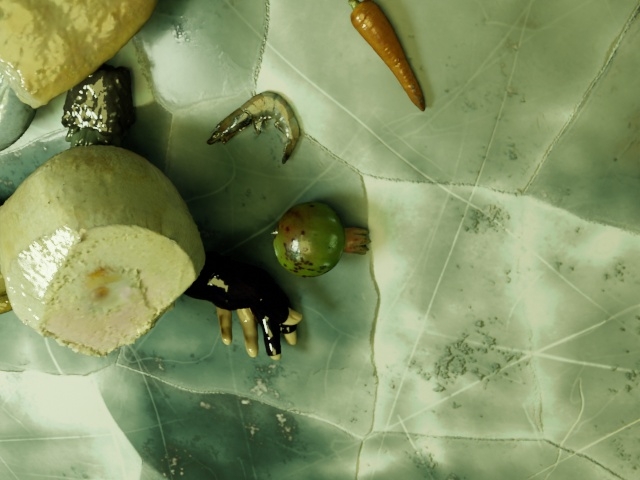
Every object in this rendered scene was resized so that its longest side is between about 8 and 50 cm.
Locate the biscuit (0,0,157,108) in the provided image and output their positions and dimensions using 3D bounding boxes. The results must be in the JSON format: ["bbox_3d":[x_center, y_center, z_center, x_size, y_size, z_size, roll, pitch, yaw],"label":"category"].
[{"bbox_3d":[-0.511,-0.503,1.602,0.446,0.104,0.429,-31,99,0],"label":"biscuit"}]

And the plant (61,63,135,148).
[{"bbox_3d":[-0.452,-0.264,1.792,0.132,0.129,0.194,13,112,8],"label":"plant"}]

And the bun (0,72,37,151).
[{"bbox_3d":[-0.729,-0.342,1.776,0.362,0.211,0.362,2,105,6],"label":"bun"}]

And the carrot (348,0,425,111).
[{"bbox_3d":[0.135,-0.353,1.657,0.061,0.061,0.256,-31,106,23],"label":"carrot"}]

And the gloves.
[{"bbox_3d":[-0.152,0.137,1.881,0.197,0.152,0.301,-9,125,45],"label":"gloves"}]

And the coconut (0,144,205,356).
[{"bbox_3d":[-0.456,-0.010,1.768,0.405,0.404,0.404,5,114,11],"label":"coconut"}]

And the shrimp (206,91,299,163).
[{"bbox_3d":[-0.131,-0.209,1.795,0.195,0.035,0.148,-31,105,21],"label":"shrimp"}]

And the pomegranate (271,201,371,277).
[{"bbox_3d":[0.000,0.000,1.795,0.205,0.159,0.159,2,115,-14],"label":"pomegranate"}]

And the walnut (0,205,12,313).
[{"bbox_3d":[-0.719,0.039,1.931,0.283,0.283,0.227,-4,154,15],"label":"walnut"}]
